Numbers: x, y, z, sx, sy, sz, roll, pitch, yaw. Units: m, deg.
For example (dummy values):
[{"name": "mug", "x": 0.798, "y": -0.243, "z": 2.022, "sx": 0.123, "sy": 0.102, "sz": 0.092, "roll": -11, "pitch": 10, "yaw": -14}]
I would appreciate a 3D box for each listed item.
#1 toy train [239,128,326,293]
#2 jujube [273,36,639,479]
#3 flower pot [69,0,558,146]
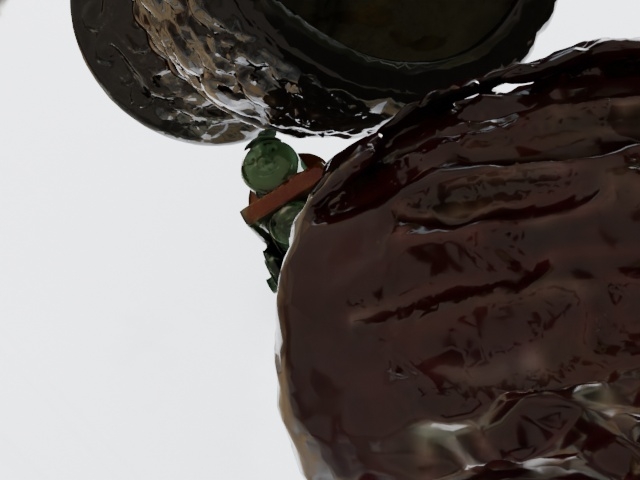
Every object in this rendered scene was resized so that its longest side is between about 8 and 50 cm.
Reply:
[{"name": "toy train", "x": 0.000, "y": 0.000, "z": 0.816, "sx": 0.074, "sy": 0.176, "sz": 0.118, "roll": -32, "pitch": -119, "yaw": 5}, {"name": "jujube", "x": 0.169, "y": 0.029, "z": 0.621, "sx": 0.377, "sy": 0.258, "sz": 0.258, "roll": -3, "pitch": -104, "yaw": 5}, {"name": "flower pot", "x": -0.026, "y": -0.178, "z": 0.868, "sx": 0.267, "sy": 0.267, "sz": 0.266, "roll": -17, "pitch": -113, "yaw": 59}]
